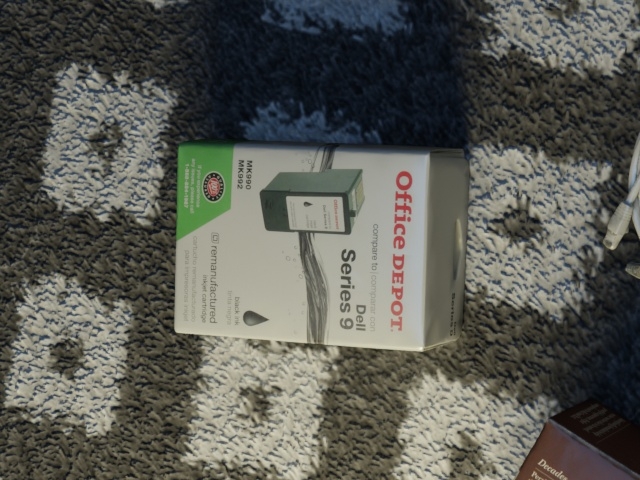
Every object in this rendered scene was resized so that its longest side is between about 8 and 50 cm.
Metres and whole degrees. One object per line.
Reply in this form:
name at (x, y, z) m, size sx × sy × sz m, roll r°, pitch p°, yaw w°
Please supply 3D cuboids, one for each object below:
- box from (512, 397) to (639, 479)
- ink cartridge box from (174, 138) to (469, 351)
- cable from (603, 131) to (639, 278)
box at (0.267, 0.291, 1.668) m, size 0.167 × 0.168 × 0.203 m, roll 32°, pitch 104°, yaw 20°
ink cartridge box at (0.000, 0.000, 1.796) m, size 0.289 × 0.121 × 0.211 m, roll 3°, pitch 94°, yaw 23°
cable at (0.427, -0.058, 1.629) m, size 0.257 × 0.089 × 0.257 m, roll 20°, pitch 99°, yaw 20°
